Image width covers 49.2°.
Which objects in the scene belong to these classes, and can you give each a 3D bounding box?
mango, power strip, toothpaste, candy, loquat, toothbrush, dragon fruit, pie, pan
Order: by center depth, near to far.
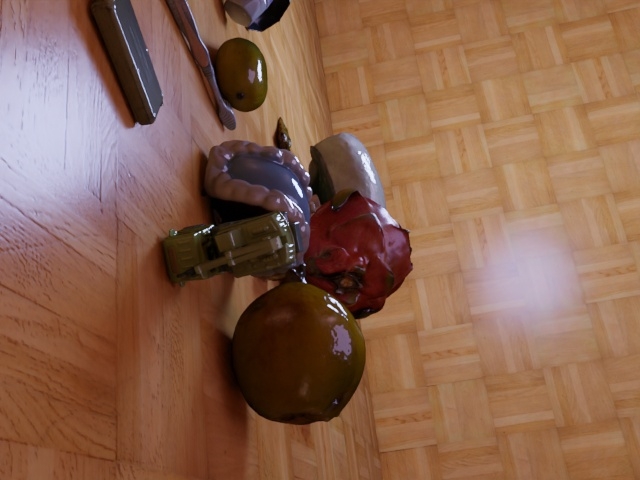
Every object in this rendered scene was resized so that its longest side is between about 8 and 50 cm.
[{"bbox_3d":[-0.227,-0.223,0.823,0.076,0.028,0.169,-90,169,-54],"label":"power strip"},{"bbox_3d":[-0.038,0.154,1.072,0.213,0.213,0.246,62,24,-67],"label":"loquat"},{"bbox_3d":[-0.201,-0.316,1.149,0.375,0.028,0.037,70,6,-54],"label":"toothbrush"},{"bbox_3d":[-0.145,-0.317,1.350,0.237,0.091,0.137,-60,145,-79],"label":"mango"},{"bbox_3d":[-0.074,-0.618,1.526,0.371,0.080,0.125,-55,176,-18],"label":"toothpaste"},{"bbox_3d":[-0.135,-0.582,1.658,0.048,0.128,0.202,49,-15,13],"label":"pan"},{"bbox_3d":[0.046,0.049,1.663,0.226,0.305,0.305,-31,117,-40],"label":"dragon fruit"},{"bbox_3d":[-0.097,-0.271,1.878,0.170,0.034,0.092,-98,173,-68],"label":"pie"},{"bbox_3d":[0.083,-0.101,2.055,0.386,0.186,0.427,111,-33,-61],"label":"candy"}]

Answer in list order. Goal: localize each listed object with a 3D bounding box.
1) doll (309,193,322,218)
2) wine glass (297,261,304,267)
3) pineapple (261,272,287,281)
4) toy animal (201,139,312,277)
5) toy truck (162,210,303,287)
[{"bbox_3d":[0.001,0.002,1.939,0.278,0.119,0.154,80,-9,-48],"label":"doll"},{"bbox_3d":[-0.057,0.082,1.555,0.074,0.074,0.262,-90,167,-54],"label":"wine glass"},{"bbox_3d":[-0.084,0.036,1.394,0.137,0.069,0.116,-94,170,-51],"label":"pineapple"},{"bbox_3d":[-0.091,-0.059,1.147,0.204,0.156,0.208,-86,168,-49],"label":"toy animal"},{"bbox_3d":[-0.110,0.011,0.855,0.100,0.169,0.077,-30,111,-75],"label":"toy truck"}]
